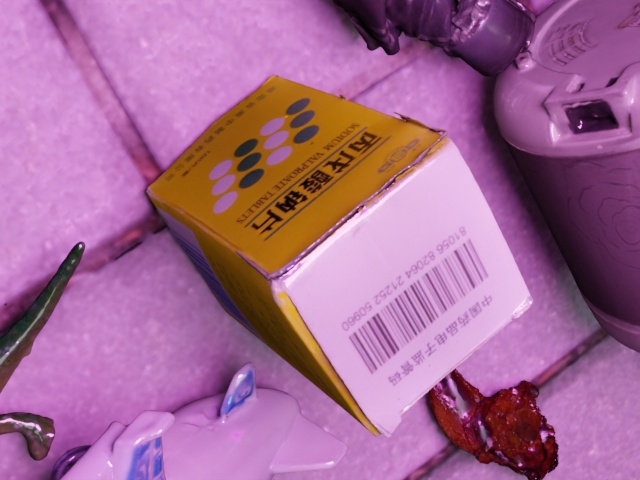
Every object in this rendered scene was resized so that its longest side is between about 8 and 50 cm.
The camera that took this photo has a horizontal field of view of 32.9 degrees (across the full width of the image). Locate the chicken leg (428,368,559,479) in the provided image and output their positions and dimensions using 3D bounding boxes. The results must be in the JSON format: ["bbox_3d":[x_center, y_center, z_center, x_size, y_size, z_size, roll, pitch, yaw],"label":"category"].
[{"bbox_3d":[0.141,0.147,0.939,0.205,0.053,0.093,36,64,-36],"label":"chicken leg"}]

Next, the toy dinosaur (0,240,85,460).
[{"bbox_3d":[-0.345,0.164,0.701,0.300,0.087,0.447,23,92,-23],"label":"toy dinosaur"}]

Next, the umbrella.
[{"bbox_3d":[0.001,-0.202,0.727,0.154,0.128,0.336,-30,127,26],"label":"umbrella"}]

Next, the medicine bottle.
[{"bbox_3d":[0.000,0.000,0.717,0.137,0.250,0.141,-37,119,-13],"label":"medicine bottle"}]

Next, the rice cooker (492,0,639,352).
[{"bbox_3d":[0.298,-0.067,0.822,0.288,0.288,0.277,-37,114,-12],"label":"rice cooker"}]

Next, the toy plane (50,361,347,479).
[{"bbox_3d":[-0.107,0.204,0.778,0.267,0.122,0.267,-36,142,-35],"label":"toy plane"}]
